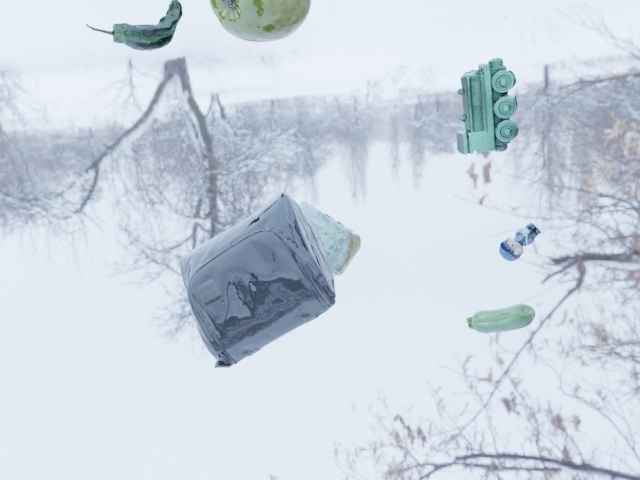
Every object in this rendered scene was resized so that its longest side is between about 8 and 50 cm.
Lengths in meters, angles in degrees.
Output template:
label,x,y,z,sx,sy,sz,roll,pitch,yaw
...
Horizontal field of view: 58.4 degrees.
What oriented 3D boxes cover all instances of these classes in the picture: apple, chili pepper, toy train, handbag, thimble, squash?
label,x,y,z,sx,sy,sz,roll,pitch,yaw
apple,-0.175,-0.692,1.650,0.295,0.234,0.257,30,-126,30
chili pepper,-0.500,-0.599,1.615,0.278,0.122,0.065,-28,-179,-30
toy train,0.305,-0.244,1.057,0.111,0.171,0.071,-8,-161,5
handbag,-0.139,0.072,1.146,0.301,0.178,0.275,-30,-141,8
thimble,0.000,0.000,1.854,0.254,0.167,0.288,30,-175,-24
squash,0.518,0.227,1.645,0.077,0.068,0.219,29,150,-33

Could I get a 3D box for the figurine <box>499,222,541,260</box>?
label,x,y,z,sx,sy,sz,roll,pitch,yaw
figurine,0.659,0.003,1.908,0.149,0.086,0.087,-48,-175,17
